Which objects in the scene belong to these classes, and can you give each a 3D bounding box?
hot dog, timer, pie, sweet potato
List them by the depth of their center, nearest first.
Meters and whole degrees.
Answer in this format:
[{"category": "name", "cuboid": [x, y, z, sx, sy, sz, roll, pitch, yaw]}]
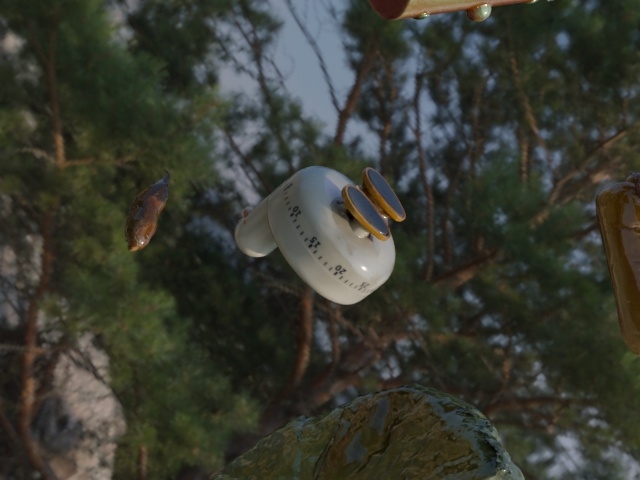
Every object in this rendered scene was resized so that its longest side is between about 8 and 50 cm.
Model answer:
[{"category": "pie", "cuboid": [-0.005, 0.192, 0.596, 0.071, 0.306, 0.306, 60, -6, -18]}, {"category": "hot dog", "cuboid": [0.396, 0.021, 1.187, 0.076, 0.102, 0.249, 137, -42, -54]}, {"category": "timer", "cuboid": [0.000, 0.000, 1.582, 0.233, 0.240, 0.233, 42, 25, -24]}, {"category": "sweet potato", "cuboid": [-0.279, -0.054, 1.587, 0.056, 0.056, 0.195, 60, 33, -37]}]

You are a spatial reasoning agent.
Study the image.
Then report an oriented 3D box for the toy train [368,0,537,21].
[{"category": "toy train", "cuboid": [0.152, -0.313, 0.997, 0.116, 0.285, 0.177, 4, -74, 53]}]
